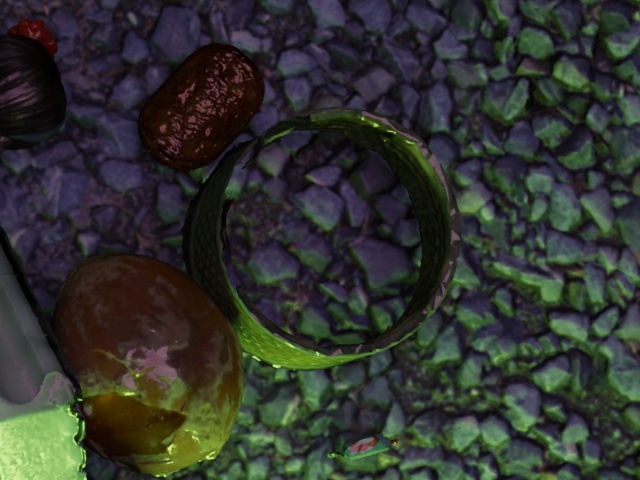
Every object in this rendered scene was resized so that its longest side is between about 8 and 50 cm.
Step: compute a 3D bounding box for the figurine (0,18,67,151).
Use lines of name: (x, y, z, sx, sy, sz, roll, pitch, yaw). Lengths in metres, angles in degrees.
figurine: (-0.376, -0.139, 1.677, 0.245, 0.110, 0.138, -17, 72, -8)

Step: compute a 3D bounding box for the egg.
egg: (-0.176, 0.121, 1.660, 0.195, 0.195, 0.233, -26, 95, -14)

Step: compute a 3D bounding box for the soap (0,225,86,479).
soap: (-0.308, 0.116, 1.591, 0.094, 0.261, 0.150, -15, 133, -21)

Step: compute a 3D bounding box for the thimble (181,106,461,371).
thimble: (0.000, 0.000, 1.729, 0.271, 0.150, 0.271, 2, 82, -15)

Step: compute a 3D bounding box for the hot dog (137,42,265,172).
hot dog: (-0.125, -0.139, 1.757, 0.099, 0.065, 0.147, 40, 89, -8)

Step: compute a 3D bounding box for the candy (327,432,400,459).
candy: (0.047, 0.222, 1.788, 0.083, 0.030, 0.020, -13, 80, -11)

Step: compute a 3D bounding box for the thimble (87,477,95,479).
thimble: (-0.252, 0.355, 1.635, 0.205, 0.172, 0.250, -4, 84, -10)
